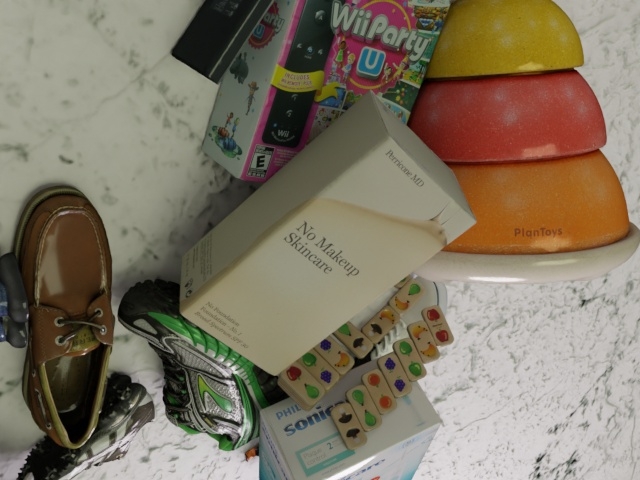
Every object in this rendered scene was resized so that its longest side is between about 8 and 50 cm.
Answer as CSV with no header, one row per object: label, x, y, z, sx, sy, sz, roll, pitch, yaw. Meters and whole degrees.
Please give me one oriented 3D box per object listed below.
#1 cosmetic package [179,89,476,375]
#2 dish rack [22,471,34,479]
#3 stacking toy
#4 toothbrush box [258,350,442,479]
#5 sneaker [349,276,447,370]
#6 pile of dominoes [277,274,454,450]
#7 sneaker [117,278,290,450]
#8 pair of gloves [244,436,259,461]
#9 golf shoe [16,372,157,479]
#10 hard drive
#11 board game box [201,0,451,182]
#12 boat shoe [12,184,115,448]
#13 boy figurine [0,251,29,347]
cosmetic package,0.000,0.000,0.876,0.309,0.113,0.160,-40,121,21
dish rack,-0.358,0.460,0.871,0.072,0.285,0.333,17,130,-10
stacking toy,0.240,-0.201,1.001,0.350,0.350,0.480,-10,105,-33
toothbrush box,0.031,0.309,1.116,0.216,0.126,0.295,-20,148,-19
sneaker,0.110,0.166,1.216,0.091,0.094,0.258,15,107,-48
pile of dominoes,0.056,0.125,1.020,0.251,0.196,0.040,-42,168,-26
sneaker,-0.153,0.179,0.997,0.146,0.134,0.343,-42,134,-8
pair of gloves,-0.088,0.308,1.209,0.074,0.010,0.083,-24,129,-25
golf shoe,-0.291,0.267,0.985,0.198,0.077,0.094,-41,133,-9
hard drive,-0.098,-0.238,0.817,0.022,0.094,0.135,31,95,-43
board game box,0.015,-0.215,0.917,0.224,0.097,0.303,4,113,-40
boat shoe,-0.277,0.093,0.871,0.110,0.104,0.307,-11,122,-32
boy figurine,-0.440,0.095,0.757,0.285,0.092,0.177,-12,149,-28
